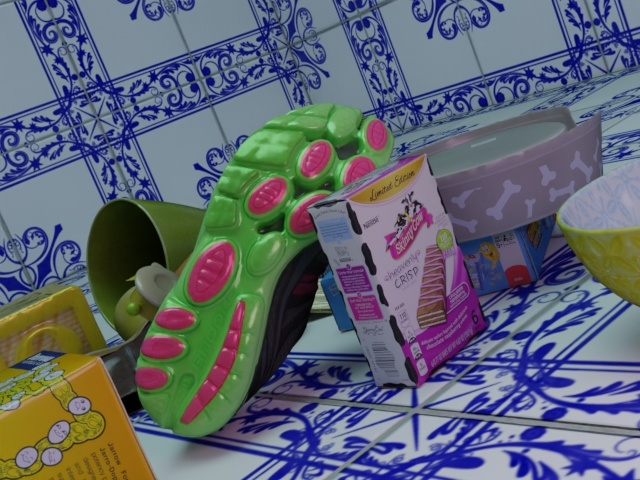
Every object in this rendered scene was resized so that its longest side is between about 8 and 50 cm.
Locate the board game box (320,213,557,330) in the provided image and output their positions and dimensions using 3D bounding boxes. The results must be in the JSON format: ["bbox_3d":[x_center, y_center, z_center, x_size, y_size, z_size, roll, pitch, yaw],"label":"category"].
[{"bbox_3d":[0.192,0.011,1.385,0.308,0.086,0.302,-17,11,23],"label":"board game box"}]

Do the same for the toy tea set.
[{"bbox_3d":[-0.160,0.108,1.372,0.124,0.200,0.336,-56,-12,27],"label":"toy tea set"}]

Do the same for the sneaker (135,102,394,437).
[{"bbox_3d":[-0.073,0.026,1.160,0.483,0.185,0.202,-56,-9,-11],"label":"sneaker"}]

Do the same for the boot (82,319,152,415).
[{"bbox_3d":[-0.259,0.201,1.451,0.248,0.090,0.207,-22,23,-27],"label":"boot"}]

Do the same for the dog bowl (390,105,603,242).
[{"bbox_3d":[0.240,-0.093,1.286,0.349,0.102,0.349,-18,11,4],"label":"dog bowl"}]

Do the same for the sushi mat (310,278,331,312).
[{"bbox_3d":[-0.109,0.095,1.531,0.316,0.019,0.151,-3,14,13],"label":"sushi mat"}]

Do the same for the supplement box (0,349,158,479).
[{"bbox_3d":[-0.365,0.276,0.884,0.356,0.195,0.194,-28,12,-32],"label":"supplement box"}]

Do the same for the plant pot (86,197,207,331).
[{"bbox_3d":[-0.280,0.040,1.838,0.275,0.275,0.293,-12,-3,43],"label":"plant pot"}]

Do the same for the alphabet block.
[{"bbox_3d":[-0.496,0.196,1.581,0.193,0.192,0.197,-29,11,-26],"label":"alphabet block"}]

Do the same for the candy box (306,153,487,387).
[{"bbox_3d":[0.096,0.034,1.058,0.071,0.233,0.159,-11,15,46],"label":"candy box"}]

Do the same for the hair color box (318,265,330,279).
[{"bbox_3d":[0.000,0.000,1.732,0.347,0.105,0.174,-22,19,-6],"label":"hair color box"}]

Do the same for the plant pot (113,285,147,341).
[{"bbox_3d":[-0.293,0.153,1.606,0.134,0.134,0.095,-25,34,-16],"label":"plant pot"}]

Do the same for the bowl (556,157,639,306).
[{"bbox_3d":[0.387,0.001,0.843,0.289,0.156,0.289,-21,11,4],"label":"bowl"}]
